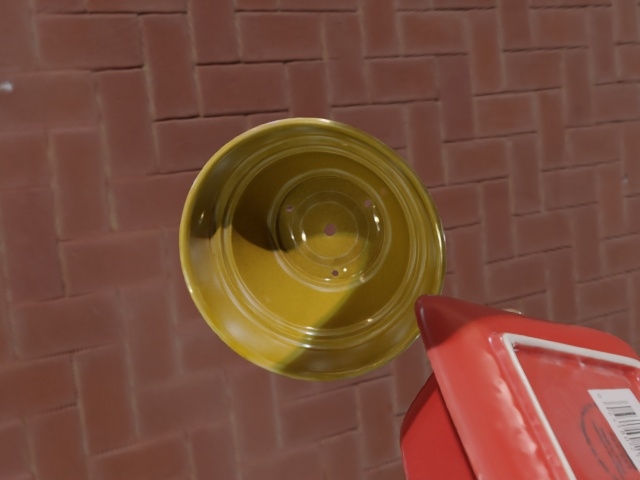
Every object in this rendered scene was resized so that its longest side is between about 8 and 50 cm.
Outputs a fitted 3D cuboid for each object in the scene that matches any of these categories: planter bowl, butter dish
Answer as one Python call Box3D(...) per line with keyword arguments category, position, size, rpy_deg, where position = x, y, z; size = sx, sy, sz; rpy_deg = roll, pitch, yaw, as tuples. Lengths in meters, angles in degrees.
Box3D(category="planter bowl", position=(0.000, 0.000, 0.766), size=(0.090, 0.217, 0.217), rpy_deg=(-50, 127, -70))
Box3D(category="butter dish", position=(0.095, 0.121, 0.408), size=(0.160, 0.160, 0.118), rpy_deg=(13, 130, -35))

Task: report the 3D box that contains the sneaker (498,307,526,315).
Box3D(category="sneaker", position=(0.206, 0.109, 1.098), size=(0.066, 0.188, 0.071), rpy_deg=(11, 62, 1))
